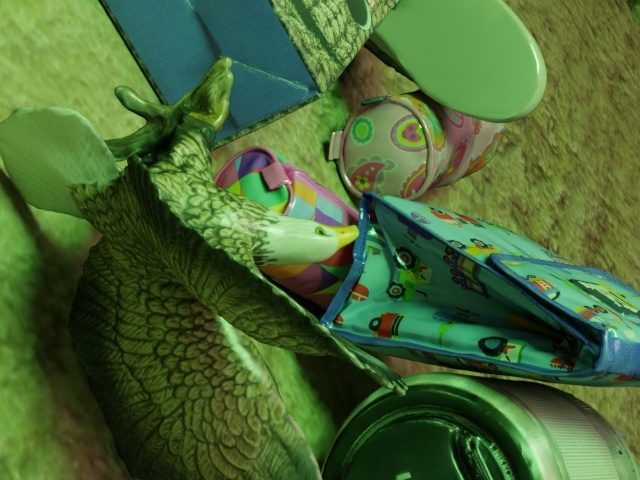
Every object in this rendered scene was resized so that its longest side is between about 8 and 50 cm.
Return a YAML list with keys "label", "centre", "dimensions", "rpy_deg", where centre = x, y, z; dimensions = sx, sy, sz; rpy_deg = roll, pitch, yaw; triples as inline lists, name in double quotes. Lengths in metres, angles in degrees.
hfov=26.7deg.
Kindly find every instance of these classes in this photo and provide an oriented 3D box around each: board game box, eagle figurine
- label: "board game box"
  centre: [-0.068, -0.251, 1.224]
  dimensions: [0.232, 0.141, 0.291]
  rpy_deg: [59, 27, -16]
- label: "eagle figurine"
  centre: [-0.073, 0.025, 0.897]
  dimensions: [0.226, 0.225, 0.298]
  rpy_deg: [51, 21, -52]

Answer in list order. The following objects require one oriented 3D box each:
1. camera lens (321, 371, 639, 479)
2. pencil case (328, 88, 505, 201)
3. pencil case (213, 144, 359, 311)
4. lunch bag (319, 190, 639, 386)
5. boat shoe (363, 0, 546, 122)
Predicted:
- label: "camera lens"
  centre: [0.143, 0.227, 1.158]
  dimensions: [0.274, 0.219, 0.219]
  rpy_deg: [15, 57, -59]
- label: "pencil case"
  centre: [0.112, -0.113, 1.491]
  dimensions: [0.284, 0.124, 0.124]
  rpy_deg: [-24, 91, -63]
- label: "pencil case"
  centre: [0.000, 0.000, 1.206]
  dimensions: [0.236, 0.104, 0.104]
  rpy_deg: [30, 45, -51]
- label: "lunch bag"
  centre: [0.188, 0.073, 1.143]
  dimensions: [0.221, 0.293, 0.138]
  rpy_deg: [13, 96, -50]
- label: "boat shoe"
  centre: [0.119, -0.233, 1.451]
  dimensions: [0.340, 0.127, 0.158]
  rpy_deg: [41, 13, 23]
